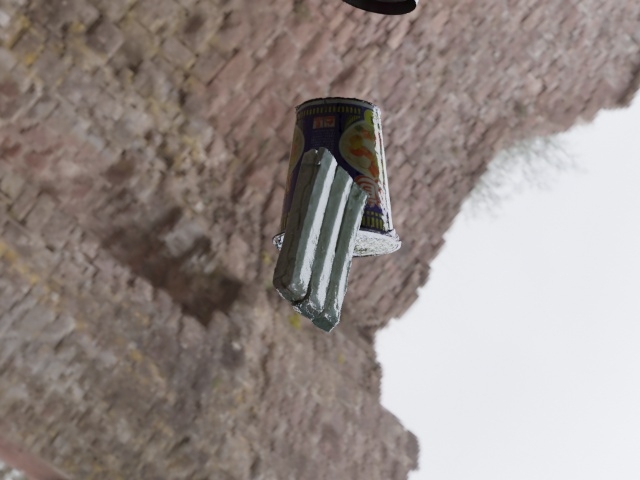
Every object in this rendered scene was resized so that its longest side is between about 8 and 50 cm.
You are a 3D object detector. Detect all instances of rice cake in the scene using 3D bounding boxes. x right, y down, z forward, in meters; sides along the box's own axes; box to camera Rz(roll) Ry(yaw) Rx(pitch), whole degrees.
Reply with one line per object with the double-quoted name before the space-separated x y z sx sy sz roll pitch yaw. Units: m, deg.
"rice cake" 0.000 0.000 1.375 0.038 0.124 0.211 -11 -132 38

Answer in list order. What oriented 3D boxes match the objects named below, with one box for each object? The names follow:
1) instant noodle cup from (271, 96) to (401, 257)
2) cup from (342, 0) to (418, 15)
"instant noodle cup" 0.038 -0.140 2.386 0.284 0.284 0.312 -17 -113 52
"cup" 0.110 -0.492 1.590 0.203 0.203 0.288 -2 -109 60
